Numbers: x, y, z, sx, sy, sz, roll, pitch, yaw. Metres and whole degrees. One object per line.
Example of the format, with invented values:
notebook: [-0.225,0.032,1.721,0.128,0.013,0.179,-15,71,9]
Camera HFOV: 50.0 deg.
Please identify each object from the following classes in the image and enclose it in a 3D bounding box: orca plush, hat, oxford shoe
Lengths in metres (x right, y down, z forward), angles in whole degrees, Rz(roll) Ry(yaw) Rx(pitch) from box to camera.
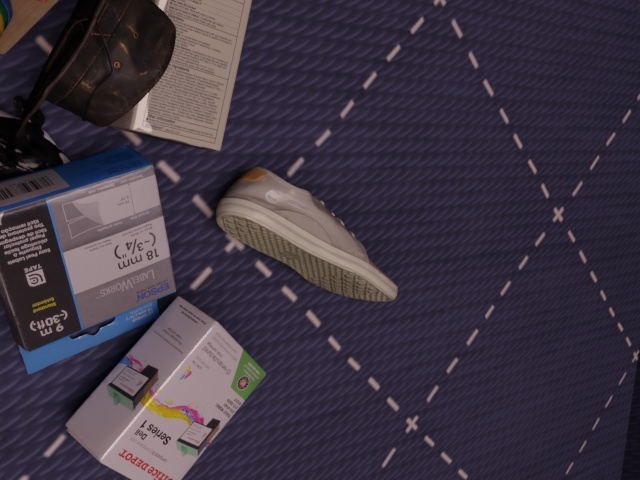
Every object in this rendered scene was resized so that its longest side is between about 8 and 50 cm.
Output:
orca plush: [-0.458,-0.154,0.956,0.151,0.102,0.287,-47,123,-18]
hat: [-0.279,-0.256,0.927,0.134,0.331,0.331,29,83,-26]
oxford shoe: [0.000,0.000,1.302,0.449,0.169,0.130,33,61,-35]

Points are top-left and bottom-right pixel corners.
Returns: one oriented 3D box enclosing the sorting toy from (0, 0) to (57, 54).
sorting toy: [-0.442,-0.350,0.822,0.255,0.257,0.089,36,44,-36]

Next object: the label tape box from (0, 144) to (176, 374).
label tape box: [-0.351,0.053,1.034,0.240,0.106,0.334,-23,127,-30]

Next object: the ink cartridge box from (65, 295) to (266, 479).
ink cartridge box: [-0.253,0.268,1.167,0.278,0.117,0.201,-50,140,-16]

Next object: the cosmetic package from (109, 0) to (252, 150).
cosmetic package: [-0.218,-0.311,1.089,0.160,0.113,0.309,11,94,-37]
